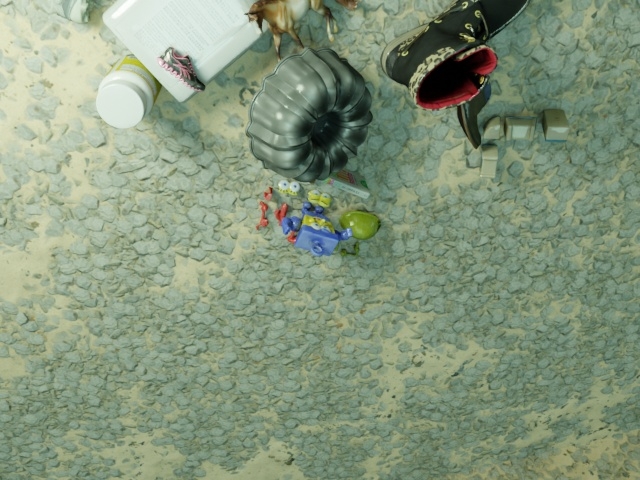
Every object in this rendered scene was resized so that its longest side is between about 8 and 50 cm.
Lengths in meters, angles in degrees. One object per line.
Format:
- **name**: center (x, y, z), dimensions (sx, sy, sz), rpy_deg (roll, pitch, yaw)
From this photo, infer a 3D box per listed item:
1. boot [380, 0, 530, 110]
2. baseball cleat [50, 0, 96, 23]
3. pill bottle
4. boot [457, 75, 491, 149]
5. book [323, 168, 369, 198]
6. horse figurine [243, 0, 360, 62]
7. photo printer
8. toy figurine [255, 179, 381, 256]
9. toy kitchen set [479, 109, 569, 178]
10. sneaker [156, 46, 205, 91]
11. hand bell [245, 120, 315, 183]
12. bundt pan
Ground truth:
- **boot**: center (0.328, -0.440, 1.198), dimensions (0.377, 0.284, 0.138), rpy_deg (-25, 123, 12)
- **baseball cleat**: center (-0.529, -0.572, 1.142), dimensions (0.109, 0.072, 0.206), rpy_deg (17, 115, -6)
- **pill bottle**: center (-0.435, -0.340, 1.225), dimensions (0.119, 0.208, 0.119), rpy_deg (-3, 124, -4)
- **boot**: center (0.407, -0.345, 1.396), dimensions (0.106, 0.082, 0.219), rpy_deg (-24, 121, 13)
- **book**: center (0.060, -0.166, 1.468), dimensions (0.144, 0.096, 0.035), rpy_deg (19, 119, -19)
- **horse figurine**: center (-0.039, -0.503, 1.204), dimensions (0.263, 0.066, 0.174), rpy_deg (-40, 131, -12)
- **photo printer**: center (-0.282, -0.497, 1.198), dimensions (0.307, 0.107, 0.256), rpy_deg (-35, 120, 16)
- **toy figurine**: center (0.000, 0.000, 1.501), dimensions (0.362, 0.217, 0.191), rpy_deg (19, 120, -17)
- **toy kitchen set**: center (0.549, -0.260, 1.471), dimensions (0.207, 0.122, 0.166), rpy_deg (5, 126, 14)
- **sneaker**: center (-0.298, -0.379, 1.187), dimensions (0.119, 0.047, 0.057), rpy_deg (35, 102, -27)
- **hand bell**: center (-0.078, -0.234, 1.421), dimensions (0.126, 0.126, 0.242), rpy_deg (-29, 135, 13)
- **bundt pan**: center (-0.006, -0.276, 1.279), dimensions (0.330, 0.124, 0.331), rpy_deg (-26, 139, -25)
